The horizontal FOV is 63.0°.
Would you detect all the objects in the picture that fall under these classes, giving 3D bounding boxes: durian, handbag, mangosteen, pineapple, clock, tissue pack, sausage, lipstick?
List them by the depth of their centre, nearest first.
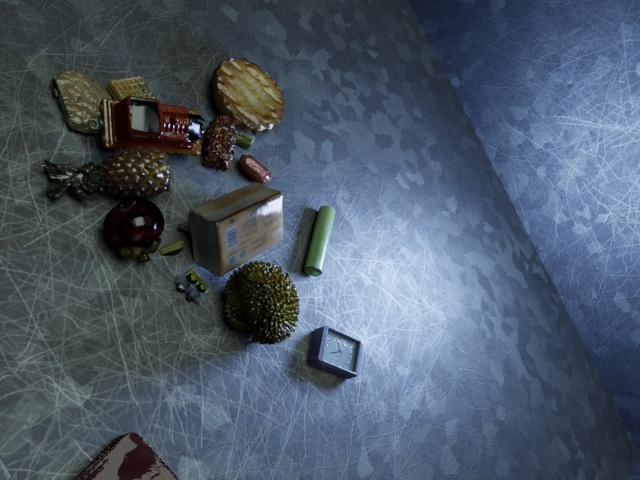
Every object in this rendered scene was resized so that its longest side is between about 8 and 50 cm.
[{"bbox_3d":[-0.516,0.672,1.340,0.260,0.084,0.275,51,49,-8],"label":"handbag"},{"bbox_3d":[-0.557,-0.028,1.586,0.200,0.200,0.199,17,61,-32],"label":"mangosteen"},{"bbox_3d":[-0.643,-0.202,1.587,0.362,0.175,0.174,-3,71,-18],"label":"pineapple"},{"bbox_3d":[-0.181,0.206,1.717,0.258,0.258,0.292,-14,84,-41],"label":"durian"},{"bbox_3d":[-0.305,-0.059,1.786,0.306,0.239,0.238,-32,91,-42],"label":"tissue pack"},{"bbox_3d":[0.058,0.412,1.916,0.193,0.073,0.144,28,55,-26],"label":"clock"},{"bbox_3d":[-0.253,-0.269,1.985,0.141,0.076,0.076,44,50,-15],"label":"sausage"},{"bbox_3d":[0.000,0.000,2.060,0.076,0.076,0.304,31,54,-24],"label":"lipstick"}]

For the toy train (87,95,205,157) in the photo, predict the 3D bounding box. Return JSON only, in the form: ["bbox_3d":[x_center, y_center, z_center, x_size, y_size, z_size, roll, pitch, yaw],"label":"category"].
[{"bbox_3d":[-0.542,-0.367,1.678,0.369,0.232,0.163,-3,89,-39],"label":"toy train"}]

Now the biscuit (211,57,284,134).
[{"bbox_3d":[-0.293,-0.564,2.070,0.326,0.107,0.325,16,63,-35],"label":"biscuit"}]

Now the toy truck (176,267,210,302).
[{"bbox_3d":[-0.401,0.144,1.686,0.111,0.076,0.077,47,29,-12],"label":"toy truck"}]

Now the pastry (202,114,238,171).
[{"bbox_3d":[-0.369,-0.357,1.917,0.115,0.097,0.208,10,66,-26],"label":"pastry"}]

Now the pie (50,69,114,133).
[{"bbox_3d":[-0.755,-0.448,1.687,0.185,0.052,0.218,-15,78,-40],"label":"pie"}]

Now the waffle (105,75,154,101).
[{"bbox_3d":[-0.647,-0.506,1.786,0.102,0.042,0.148,56,35,-3],"label":"waffle"}]

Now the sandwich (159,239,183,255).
[{"bbox_3d":[-0.476,0.029,1.697,0.044,0.083,0.030,58,15,-71],"label":"sandwich"}]

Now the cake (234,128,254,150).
[{"bbox_3d":[-0.327,-0.398,2.020,0.140,0.055,0.051,20,59,-10],"label":"cake"}]
